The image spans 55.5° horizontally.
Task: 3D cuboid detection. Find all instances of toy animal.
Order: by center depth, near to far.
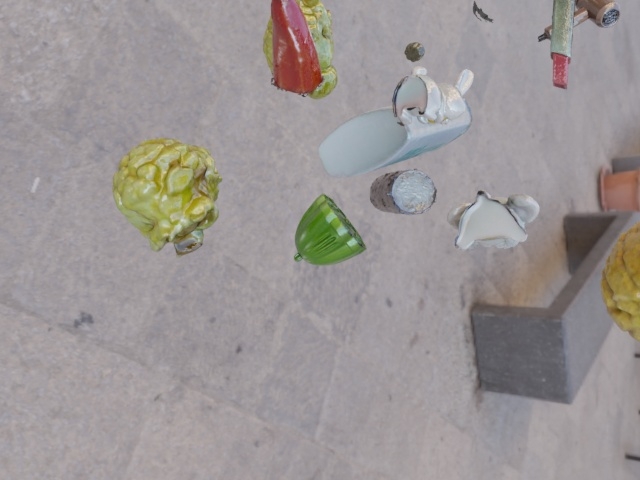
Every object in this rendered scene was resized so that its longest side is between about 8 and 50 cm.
[{"bbox_3d":[0.162,-0.197,0.859,0.124,0.071,0.085,0,74,-40],"label":"toy animal"},{"bbox_3d":[0.507,-0.060,1.819,0.289,0.249,0.174,37,48,-85],"label":"toy animal"}]

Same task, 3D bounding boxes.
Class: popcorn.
[{"bbox_3d":[-0.335,-0.102,1.348,0.258,0.224,0.270,-96,172,-56],"label":"popcorn"},{"bbox_3d":[0.945,0.086,1.623,0.354,0.390,0.344,58,7,-53],"label":"popcorn"},{"bbox_3d":[-0.067,-0.564,1.791,0.173,0.225,0.286,-36,127,-43],"label":"popcorn"}]

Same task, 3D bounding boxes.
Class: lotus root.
[{"bbox_3d":[0.000,0.000,1.531,0.186,0.186,0.186,3,86,-51],"label":"lotus root"}]

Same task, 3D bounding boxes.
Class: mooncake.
[{"bbox_3d":[0.339,-0.551,1.621,0.150,0.347,0.057,36,73,-2],"label":"mooncake"}]

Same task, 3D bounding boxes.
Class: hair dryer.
[{"bbox_3d":[0.612,-0.527,1.463,0.064,0.181,0.117,49,18,-42],"label":"hair dryer"}]

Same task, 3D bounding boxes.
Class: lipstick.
[{"bbox_3d":[0.480,-0.459,1.201,0.051,0.051,0.312,-12,106,-57],"label":"lipstick"}]

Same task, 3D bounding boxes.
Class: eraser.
[{"bbox_3d":[0.148,-0.201,1.145,0.290,0.189,0.104,-25,97,-52],"label":"eraser"}]

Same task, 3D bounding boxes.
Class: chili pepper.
[{"bbox_3d":[-0.046,-0.302,0.901,0.169,0.088,0.065,81,31,-57],"label":"chili pepper"}]

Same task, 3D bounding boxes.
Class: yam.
[{"bbox_3d":[0.216,-0.133,1.667,0.131,0.279,0.131,-1,94,-9],"label":"yam"}]
